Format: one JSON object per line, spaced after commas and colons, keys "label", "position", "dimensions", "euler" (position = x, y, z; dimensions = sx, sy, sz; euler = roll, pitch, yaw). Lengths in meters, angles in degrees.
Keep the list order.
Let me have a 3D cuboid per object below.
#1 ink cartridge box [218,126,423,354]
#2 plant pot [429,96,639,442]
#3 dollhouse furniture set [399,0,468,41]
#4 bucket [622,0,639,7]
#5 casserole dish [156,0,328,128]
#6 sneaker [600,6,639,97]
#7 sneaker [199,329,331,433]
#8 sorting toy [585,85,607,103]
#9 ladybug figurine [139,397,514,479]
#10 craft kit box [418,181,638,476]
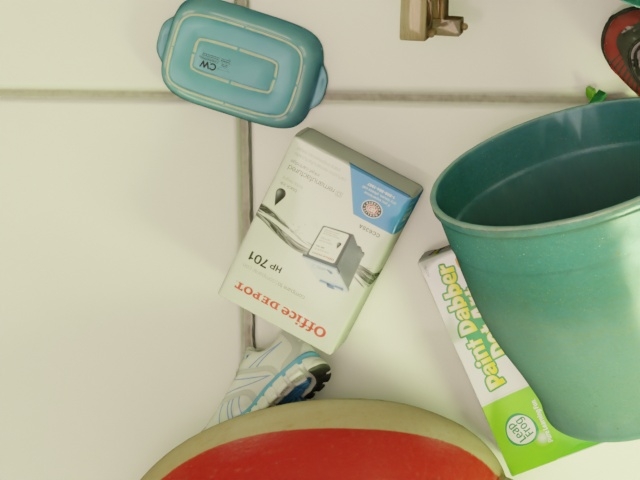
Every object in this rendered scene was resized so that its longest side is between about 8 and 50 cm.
{"label": "ink cartridge box", "position": [0.000, 0.000, 1.817], "dimensions": [0.140, 0.082, 0.190], "euler": [28, 104, 6]}
{"label": "plant pot", "position": [0.266, 0.038, 1.630], "dimensions": [0.272, 0.271, 0.255], "euler": [-13, 112, 14]}
{"label": "dollhouse furniture set", "position": [0.151, -0.269, 1.694], "dimensions": [0.123, 0.151, 0.144], "euler": [4, 103, 11]}
{"label": "bucket", "position": [0.324, -0.346, 1.619], "dimensions": [0.281, 0.183, 0.281], "euler": [2, 99, 12]}
{"label": "casserole dish", "position": [-0.086, -0.183, 1.822], "dimensions": [0.188, 0.037, 0.114], "euler": [19, 104, 9]}
{"label": "sneaker", "position": [0.386, -0.130, 1.681], "dimensions": [0.276, 0.135, 0.097], "euler": [38, 108, 4]}
{"label": "sneaker", "position": [-0.071, 0.161, 1.881], "dimensions": [0.191, 0.071, 0.083], "euler": [-42, 57, 23]}
{"label": "sorting toy", "position": [0.295, -0.120, 1.764], "dimensions": [0.062, 0.012, 0.083], "euler": [-13, 102, 19]}
{"label": "ladybug figurine", "position": [-0.010, 0.323, 1.817], "dimensions": [0.449, 0.162, 0.305], "euler": [-19, 112, 13]}
{"label": "craft kit box", "position": [0.261, 0.084, 1.793], "dimensions": [0.247, 0.061, 0.250], "euler": [-23, 95, 18]}
